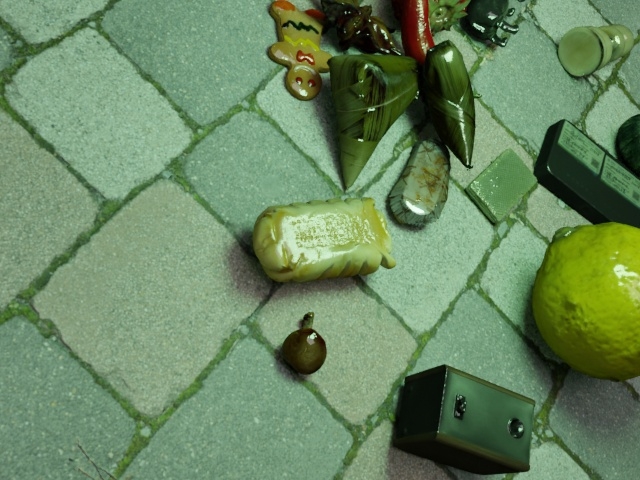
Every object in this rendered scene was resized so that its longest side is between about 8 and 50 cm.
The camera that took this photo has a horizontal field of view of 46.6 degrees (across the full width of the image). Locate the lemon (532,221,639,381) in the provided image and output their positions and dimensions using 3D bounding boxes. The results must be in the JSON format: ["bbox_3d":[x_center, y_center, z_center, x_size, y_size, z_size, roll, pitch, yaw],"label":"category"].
[{"bbox_3d":[0.659,0.130,1.695,0.349,0.349,0.387,-31,92,-32],"label":"lemon"}]

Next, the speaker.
[{"bbox_3d":[0.292,0.369,1.508,0.230,0.192,0.153,24,61,-19],"label":"speaker"}]

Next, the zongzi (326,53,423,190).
[{"bbox_3d":[0.138,-0.280,1.735,0.273,0.145,0.300,-13,105,-46],"label":"zongzi"}]

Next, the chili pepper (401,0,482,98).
[{"bbox_3d":[0.274,-0.468,1.814,0.369,0.137,0.092,58,10,-32],"label":"chili pepper"}]

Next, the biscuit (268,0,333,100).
[{"bbox_3d":[-0.040,-0.442,1.728,0.165,0.036,0.250,7,69,-24],"label":"biscuit"}]

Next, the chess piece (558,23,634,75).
[{"bbox_3d":[0.825,-0.567,2.177,0.260,0.142,0.143,-21,82,-38],"label":"chess piece"}]

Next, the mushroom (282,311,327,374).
[{"bbox_3d":[-0.030,0.198,1.476,0.088,0.073,0.130,1,66,5],"label":"mushroom"}]

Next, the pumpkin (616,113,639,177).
[{"bbox_3d":[0.940,-0.268,2.103,0.211,0.152,0.212,20,53,-29],"label":"pumpkin"}]

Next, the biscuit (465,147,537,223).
[{"bbox_3d":[0.459,-0.141,1.874,0.121,0.040,0.199,49,58,-1],"label":"biscuit"}]

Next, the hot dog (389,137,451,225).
[{"bbox_3d":[0.242,-0.139,1.747,0.131,0.069,0.253,26,58,-6],"label":"hot dog"}]

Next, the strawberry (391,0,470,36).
[{"bbox_3d":[0.268,-0.649,1.902,0.205,0.205,0.245,1,49,-27],"label":"strawberry"}]

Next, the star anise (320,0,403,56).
[{"bbox_3d":[0.079,-0.514,1.792,0.271,0.102,0.272,31,33,-23],"label":"star anise"}]

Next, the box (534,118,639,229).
[{"bbox_3d":[0.743,-0.160,2.020,0.350,0.058,0.211,35,58,-12],"label":"box"}]

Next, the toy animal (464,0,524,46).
[{"bbox_3d":[0.472,-0.684,2.047,0.168,0.106,0.343,12,60,-15],"label":"toy animal"}]

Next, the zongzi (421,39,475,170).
[{"bbox_3d":[0.301,-0.313,1.713,0.112,0.221,0.242,-13,48,12],"label":"zongzi"}]

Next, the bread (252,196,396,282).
[{"bbox_3d":[0.000,0.000,1.534,0.311,0.121,0.173,-4,70,-29],"label":"bread"}]
